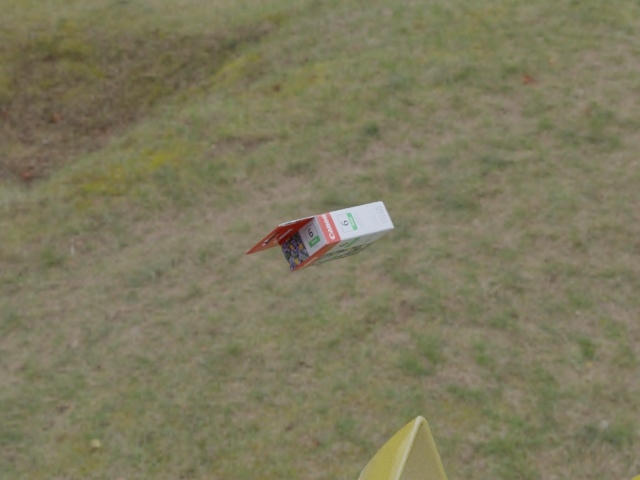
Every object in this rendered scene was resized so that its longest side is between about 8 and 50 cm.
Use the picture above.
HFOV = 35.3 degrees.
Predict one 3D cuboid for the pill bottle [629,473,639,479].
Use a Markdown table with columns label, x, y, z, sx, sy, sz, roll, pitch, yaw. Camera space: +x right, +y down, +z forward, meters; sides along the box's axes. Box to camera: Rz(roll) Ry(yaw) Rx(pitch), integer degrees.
| label | x | y | z | sx | sy | sz | roll | pitch | yaw |
| --- | --- | --- | --- | --- | --- | --- | --- | --- | --- |
| pill bottle | 0.253 | 0.241 | 0.660 | 0.188 | 0.334 | 0.188 | 34 | 32 | -25 |

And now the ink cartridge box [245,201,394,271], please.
| label | x | y | z | sx | sy | sz | roll | pitch | yaw |
| --- | --- | --- | --- | --- | --- | --- | --- | --- | --- |
| ink cartridge box | 0.000 | 0.000 | 0.861 | 0.115 | 0.063 | 0.029 | -14 | 75 | -38 |

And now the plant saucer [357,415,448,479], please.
| label | x | y | z | sx | sy | sz | roll | pitch | yaw |
| --- | --- | --- | --- | --- | --- | --- | --- | --- | --- |
| plant saucer | 0.079 | 0.423 | 1.120 | 0.081 | 0.333 | 0.333 | -3 | 34 | 27 |
